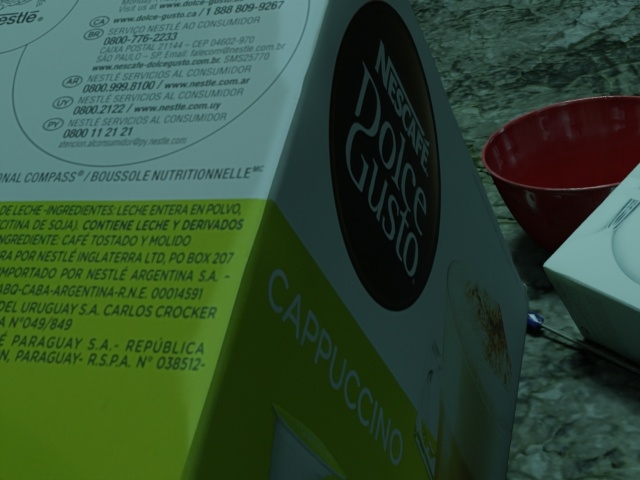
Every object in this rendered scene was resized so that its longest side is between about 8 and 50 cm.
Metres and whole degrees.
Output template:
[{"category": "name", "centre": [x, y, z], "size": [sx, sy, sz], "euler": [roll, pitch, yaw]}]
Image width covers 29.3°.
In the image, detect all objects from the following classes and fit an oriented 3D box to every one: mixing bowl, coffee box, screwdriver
[{"category": "mixing bowl", "centre": [0.235, -0.044, 1.048], "size": [0.181, 0.098, 0.181], "euler": [-11, 27, 5]}, {"category": "coffee box", "centre": [-0.109, 0.074, 0.617], "size": [0.338, 0.337, 0.334], "euler": [-1, 55, 24]}, {"category": "screwdriver", "centre": [0.182, 0.073, 0.950], "size": [0.024, 0.025, 0.170], "euler": [-29, 40, -29]}]

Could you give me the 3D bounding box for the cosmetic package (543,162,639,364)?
[{"category": "cosmetic package", "centre": [0.385, -0.040, 0.847], "size": [0.377, 0.097, 0.284], "euler": [-45, 38, -12]}]
